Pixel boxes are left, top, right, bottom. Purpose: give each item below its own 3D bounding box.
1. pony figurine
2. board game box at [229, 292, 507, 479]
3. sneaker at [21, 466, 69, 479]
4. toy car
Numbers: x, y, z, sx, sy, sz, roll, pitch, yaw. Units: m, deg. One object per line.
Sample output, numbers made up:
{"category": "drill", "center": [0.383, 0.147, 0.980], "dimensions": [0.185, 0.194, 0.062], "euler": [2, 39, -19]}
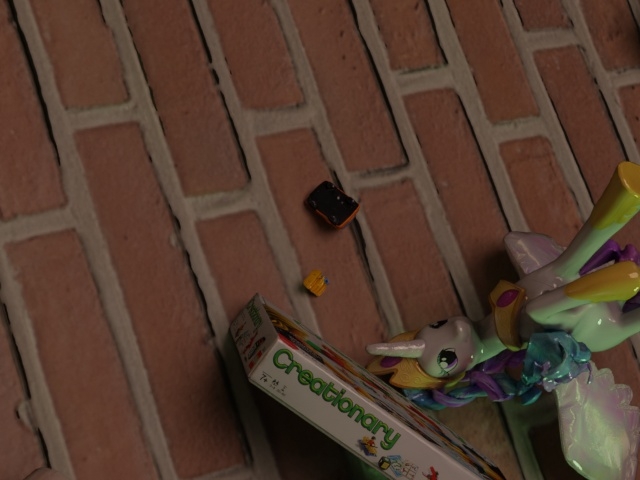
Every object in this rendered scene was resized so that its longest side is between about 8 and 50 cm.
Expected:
{"category": "pony figurine", "center": [0.266, 0.074, 1.840], "dimensions": [0.351, 0.363, 0.303], "euler": [13, 54, -44]}
{"category": "board game box", "center": [0.055, 0.173, 1.730], "dimensions": [0.305, 0.193, 0.053], "euler": [36, 94, -13]}
{"category": "sneaker", "center": [-0.191, 0.344, 1.551], "dimensions": [0.302, 0.108, 0.121], "euler": [48, 53, 6]}
{"category": "toy car", "center": [0.000, 0.000, 1.875], "dimensions": [0.122, 0.060, 0.040], "euler": [-62, 150, -18]}
